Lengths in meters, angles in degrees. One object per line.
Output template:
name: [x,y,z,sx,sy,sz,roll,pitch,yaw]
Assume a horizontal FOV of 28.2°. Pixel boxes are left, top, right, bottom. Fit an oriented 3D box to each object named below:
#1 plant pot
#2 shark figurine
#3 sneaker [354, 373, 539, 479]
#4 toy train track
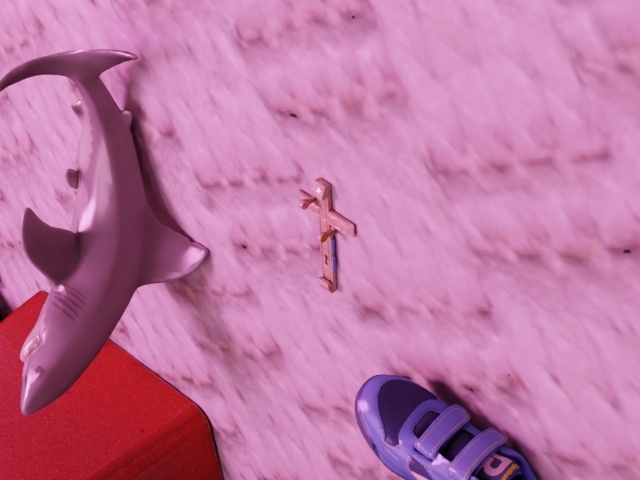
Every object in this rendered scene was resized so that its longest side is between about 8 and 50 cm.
plant pot: [-0.250,0.252,1.150,0.267,0.236,0.267,28,139,40]
shark figurine: [-0.135,-0.022,0.889,0.116,0.166,0.278,17,118,15]
sneaker: [0.082,0.125,0.721,0.144,0.053,0.059,43,149,8]
toy train track: [0.000,0.000,0.759,0.048,0.014,0.083,33,143,36]
